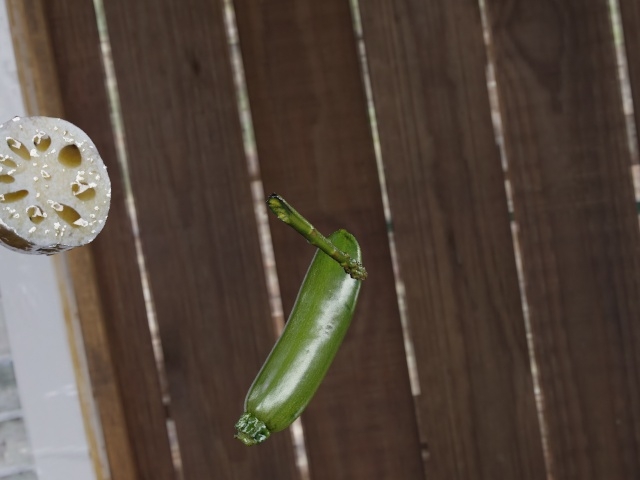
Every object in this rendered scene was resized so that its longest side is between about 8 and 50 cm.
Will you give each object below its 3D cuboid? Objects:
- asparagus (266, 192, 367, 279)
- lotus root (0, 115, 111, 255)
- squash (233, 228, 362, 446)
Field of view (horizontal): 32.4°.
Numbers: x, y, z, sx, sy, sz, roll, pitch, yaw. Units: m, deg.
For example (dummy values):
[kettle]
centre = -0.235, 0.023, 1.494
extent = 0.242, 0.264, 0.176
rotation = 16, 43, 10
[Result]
[asparagus]
centre = 0.000, 0.000, 0.744
extent = 0.016, 0.013, 0.166
rotation = 38, -1, 29
[lotus root]
centre = -0.246, -0.043, 0.972
extent = 0.112, 0.122, 0.081
rotation = 9, -21, -23
[squash]
centre = -0.014, 0.107, 1.183
extent = 0.069, 0.258, 0.069
rotation = 24, -14, 6
